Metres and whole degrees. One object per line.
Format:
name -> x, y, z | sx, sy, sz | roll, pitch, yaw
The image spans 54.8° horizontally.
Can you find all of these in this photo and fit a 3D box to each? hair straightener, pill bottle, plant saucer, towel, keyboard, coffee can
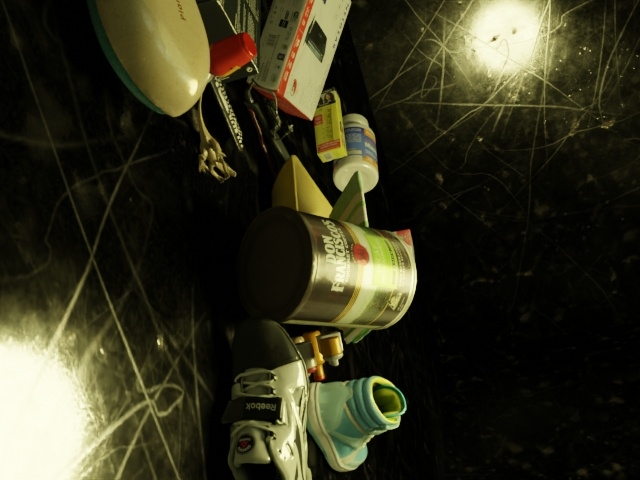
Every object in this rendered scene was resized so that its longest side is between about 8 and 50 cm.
hair straightener -> -0.103, -0.256, 1.390 | 0.047, 0.089, 0.231 | -70, 144, -61
pill bottle -> 0.116, -0.303, 2.108 | 0.152, 0.152, 0.272 | 60, 23, -48
plant saucer -> -0.030, 0.022, 1.444 | 0.333, 0.080, 0.333 | 51, 31, -60
towel -> 0.079, 0.046, 1.382 | 0.248, 0.038, 0.325 | 121, -35, -64
keyboard -> -0.185, -0.266, 1.174 | 0.108, 0.023, 0.180 | -114, -175, -49
coffee can -> 0.014, 0.059, 1.139 | 0.275, 0.201, 0.202 | 11, 64, -43

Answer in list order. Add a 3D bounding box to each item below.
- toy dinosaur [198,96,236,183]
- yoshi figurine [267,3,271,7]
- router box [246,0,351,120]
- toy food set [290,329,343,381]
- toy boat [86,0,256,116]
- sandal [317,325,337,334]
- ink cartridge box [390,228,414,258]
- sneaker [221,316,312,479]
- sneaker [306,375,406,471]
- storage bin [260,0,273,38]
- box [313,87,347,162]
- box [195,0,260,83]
toy dinosaur -> -0.195, -0.163, 1.083 | 0.183, 0.053, 0.093 | 73, -1, -46
yoshi figurine -> -0.055, -0.769, 1.755 | 0.203, 0.203, 0.362 | 28, 51, -24
router box -> -0.042, -0.493, 1.507 | 0.301, 0.082, 0.336 | 5, 104, -76
toy food set -> -0.015, 0.243, 1.223 | 0.232, 0.111, 0.105 | 160, -82, -74
toy boat -> -0.227, -0.293, 0.917 | 0.318, 0.148, 0.268 | 0, 73, -67
sandal -> 0.015, 0.221, 1.389 | 0.067, 0.040, 0.179 | -42, 159, -29
ink cartridge box -> 0.181, 0.064, 1.913 | 0.159, 0.217, 0.092 | -86, 163, -47
sneaker -> -0.084, 0.280, 0.950 | 0.146, 0.122, 0.331 | 23, 55, -74
sneaker -> 0.102, 0.409, 1.358 | 0.319, 0.208, 0.127 | 62, 20, -46
storage bin -> -0.146, -0.560, 1.496 | 0.180, 0.084, 0.122 | -41, 117, -74
box -> 0.026, -0.367, 1.963 | 0.058, 0.087, 0.232 | 45, 37, -60
box -> -0.196, -0.467, 1.200 | 0.184, 0.103, 0.261 | 61, 22, -55
